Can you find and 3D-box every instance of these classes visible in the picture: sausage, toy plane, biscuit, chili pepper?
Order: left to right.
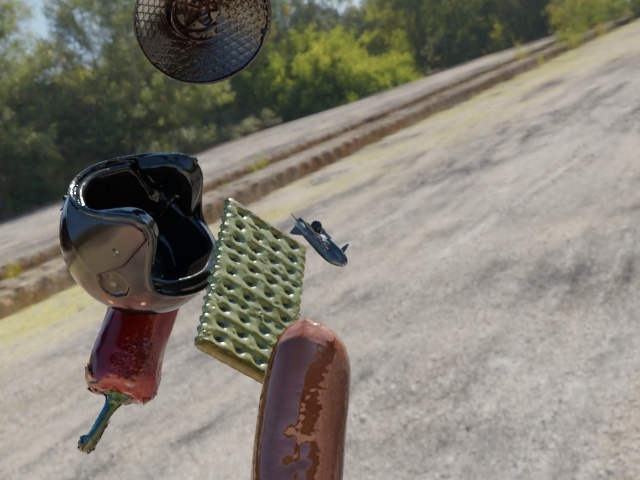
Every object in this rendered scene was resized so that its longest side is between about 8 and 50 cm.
[{"bbox_3d":[-0.258,0.117,1.223,0.110,0.388,0.110,13,-23,5],"label":"chili pepper"},{"bbox_3d":[-0.075,0.061,1.012,0.016,0.139,0.231,-37,32,36],"label":"biscuit"},{"bbox_3d":[-0.016,0.155,0.637,0.077,0.194,0.077,4,-8,1],"label":"sausage"},{"bbox_3d":[0.000,0.000,0.944,0.031,0.083,0.078,-52,-23,-9],"label":"toy plane"}]

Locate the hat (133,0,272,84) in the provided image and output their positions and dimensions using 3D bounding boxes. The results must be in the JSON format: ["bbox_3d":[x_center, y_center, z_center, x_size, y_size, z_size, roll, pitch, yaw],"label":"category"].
[{"bbox_3d":[-0.169,-0.321,1.187,0.193,0.193,0.082,-18,39,-7],"label":"hat"}]

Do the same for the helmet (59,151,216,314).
[{"bbox_3d":[-0.231,-0.006,1.085,0.193,0.216,0.189,-44,12,33],"label":"helmet"}]
